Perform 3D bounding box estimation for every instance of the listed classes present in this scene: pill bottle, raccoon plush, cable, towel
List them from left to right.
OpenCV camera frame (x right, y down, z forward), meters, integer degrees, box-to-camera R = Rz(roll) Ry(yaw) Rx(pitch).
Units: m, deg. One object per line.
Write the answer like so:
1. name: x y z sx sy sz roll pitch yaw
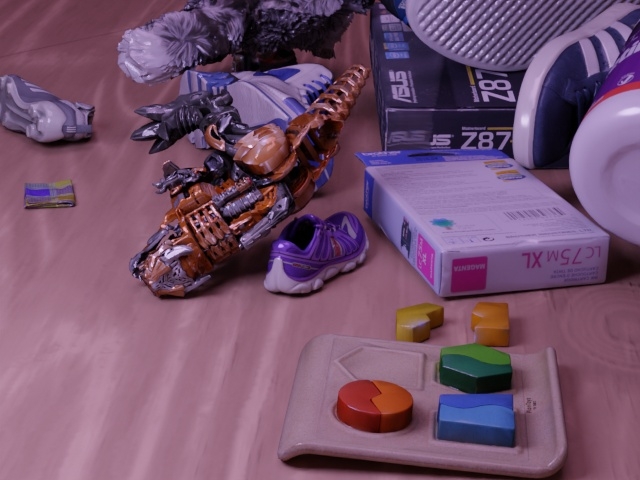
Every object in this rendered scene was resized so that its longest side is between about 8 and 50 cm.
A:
1. towel: -0.321 -0.055 1.794 0.060 0.009 0.083 -4 21 -9
2. raccoon plush: -0.123 -0.326 2.178 0.447 0.216 0.299 -22 -12 -20
3. cable: -0.079 -0.320 2.396 0.140 0.072 0.287 8 24 15
4. pill bottle: 0.387 -0.143 1.593 0.182 0.181 0.323 9 38 23

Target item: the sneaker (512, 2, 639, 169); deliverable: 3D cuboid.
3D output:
1. sneaker: 0.351 -0.180 1.771 0.148 0.131 0.350 19 41 29

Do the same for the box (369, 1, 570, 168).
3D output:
1. box: 0.231 -0.215 2.044 0.318 0.097 0.395 -1 29 0

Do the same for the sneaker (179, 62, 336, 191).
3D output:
1. sneaker: -0.039 -0.164 1.915 0.182 0.127 0.315 -13 23 -25

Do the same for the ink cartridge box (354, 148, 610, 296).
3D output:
1. ink cartridge box: 0.163 -0.028 1.651 0.186 0.065 0.311 -4 24 -15

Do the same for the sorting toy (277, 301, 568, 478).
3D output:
1. sorting toy: 0.091 0.110 1.317 0.229 0.041 0.307 2 21 5

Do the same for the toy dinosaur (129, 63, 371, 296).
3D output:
1. toy dinosaur: -0.071 -0.064 1.585 0.322 0.164 0.218 -23 26 -27

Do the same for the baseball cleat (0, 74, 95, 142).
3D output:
1. baseball cleat: -0.368 -0.170 2.040 0.109 0.072 0.206 3 21 -33

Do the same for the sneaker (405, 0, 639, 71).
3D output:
1. sneaker: 0.261 -0.304 1.986 0.366 0.135 0.150 2 25 -24

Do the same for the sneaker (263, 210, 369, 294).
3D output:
1. sneaker: 0.000 0.000 1.565 0.068 0.071 0.170 9 22 23

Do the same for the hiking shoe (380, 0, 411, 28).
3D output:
1. hiking shoe: 0.196 -0.335 2.091 0.304 0.113 0.132 -15 61 -40
